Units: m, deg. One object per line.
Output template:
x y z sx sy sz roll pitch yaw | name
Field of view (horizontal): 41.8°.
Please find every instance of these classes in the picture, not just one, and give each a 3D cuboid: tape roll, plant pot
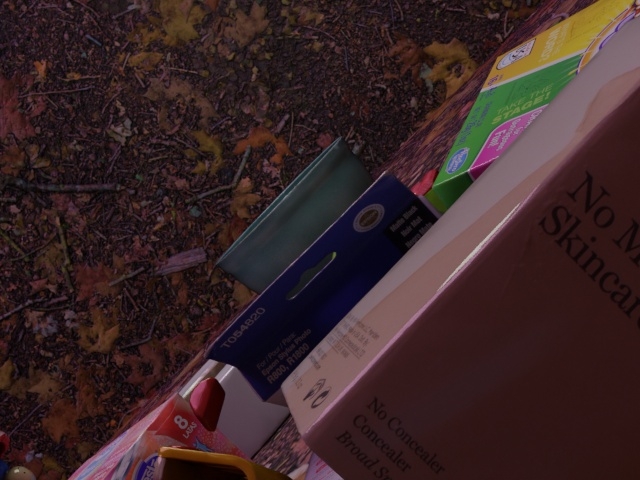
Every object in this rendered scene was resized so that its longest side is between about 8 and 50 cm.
-0.129 0.229 1.186 0.286 0.100 0.286 -45 5 5 | tape roll
0.000 0.000 1.379 0.293 0.196 0.293 -46 6 6 | plant pot

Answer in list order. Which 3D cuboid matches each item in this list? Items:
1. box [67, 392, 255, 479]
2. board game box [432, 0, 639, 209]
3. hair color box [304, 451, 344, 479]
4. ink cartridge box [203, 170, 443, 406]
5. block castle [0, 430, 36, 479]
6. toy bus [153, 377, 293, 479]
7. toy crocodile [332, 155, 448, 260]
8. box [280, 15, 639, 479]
-0.199 0.301 0.909 0.300 0.154 0.142 -41 7 48 | box
0.266 -0.146 0.711 0.316 0.064 0.242 -25 24 42 | board game box
0.021 0.189 0.645 0.072 0.043 0.141 -43 7 19 | hair color box
0.042 0.065 0.746 0.223 0.045 0.224 -45 -34 10 | ink cartridge box
-0.454 0.390 0.792 0.453 0.213 0.303 -78 3 -76 | block castle
-0.063 0.227 0.671 0.104 0.191 0.202 3 26 17 | toy bus
0.157 -0.049 1.046 0.340 0.105 0.115 -44 6 17 | toy crocodile
0.138 0.025 0.454 0.311 0.148 0.121 -47 7 -3 | box
